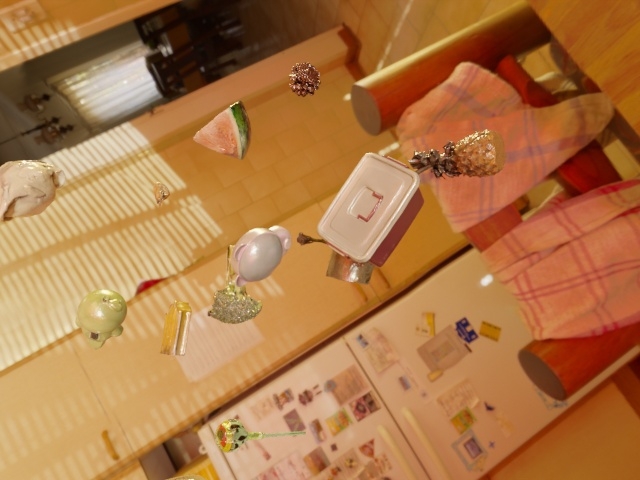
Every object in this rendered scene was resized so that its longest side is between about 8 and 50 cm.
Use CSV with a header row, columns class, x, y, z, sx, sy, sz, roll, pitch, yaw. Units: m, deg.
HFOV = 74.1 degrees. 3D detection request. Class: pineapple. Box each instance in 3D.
class,x,y,z,sx,sy,sz,roll,pitch,yaw
pineapple,0.373,-0.227,1.176,0.248,0.128,0.128,-4,121,37

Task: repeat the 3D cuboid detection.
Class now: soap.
class,x,y,z,sx,sy,sz,roll,pitch,yaw
soap,-0.703,0.426,2.068,0.160,0.080,0.258,-10,68,46

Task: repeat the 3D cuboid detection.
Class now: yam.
class,x,y,z,sx,sy,sz,roll,pitch,yaw
yam,0.126,0.021,1.446,0.161,0.268,0.161,18,170,3

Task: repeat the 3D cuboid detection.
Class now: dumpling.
class,x,y,z,sx,sy,sz,roll,pitch,yaw
dumpling,-1.090,-0.170,1.535,0.187,0.242,0.318,46,-151,-18

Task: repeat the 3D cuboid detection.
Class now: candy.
class,x,y,z,sx,sy,sz,roll,pitch,yaw
candy,-0.181,0.604,1.332,0.083,0.305,0.091,-42,46,47

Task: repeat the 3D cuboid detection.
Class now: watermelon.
class,x,y,z,sx,sy,sz,roll,pitch,yaw
watermelon,-0.400,-0.472,1.930,0.222,0.319,0.292,55,-152,-13

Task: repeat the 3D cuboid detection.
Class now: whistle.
class,x,y,z,sx,sy,sz,roll,pitch,yaw
whistle,-0.673,0.238,1.310,0.141,0.141,0.294,58,143,10

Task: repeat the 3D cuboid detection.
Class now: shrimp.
class,x,y,z,sx,sy,sz,roll,pitch,yaw
shrimp,-0.558,-0.162,1.498,0.059,0.023,0.108,13,-130,-47

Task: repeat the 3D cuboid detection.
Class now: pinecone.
class,x,y,z,sx,sy,sz,roll,pitch,yaw
pinecone,-0.069,-0.657,1.753,0.140,0.140,0.121,60,148,1

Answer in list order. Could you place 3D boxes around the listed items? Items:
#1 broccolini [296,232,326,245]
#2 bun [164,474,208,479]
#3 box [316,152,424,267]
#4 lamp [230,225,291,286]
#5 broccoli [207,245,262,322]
class,x,y,z,sx,sy,sz,roll,pitch,yaw
broccolini,0.000,-0.001,1.641,0.044,0.218,0.042,-56,48,32
bun,-0.396,0.847,1.179,0.326,0.361,0.235,-86,-23,-46
box,0.153,-0.073,1.190,0.193,0.294,0.167,34,-179,32
lamp,-0.177,0.043,1.356,0.108,0.246,0.180,30,131,26
broccoli,-0.378,0.203,1.872,0.361,0.221,0.252,-88,-15,-50
